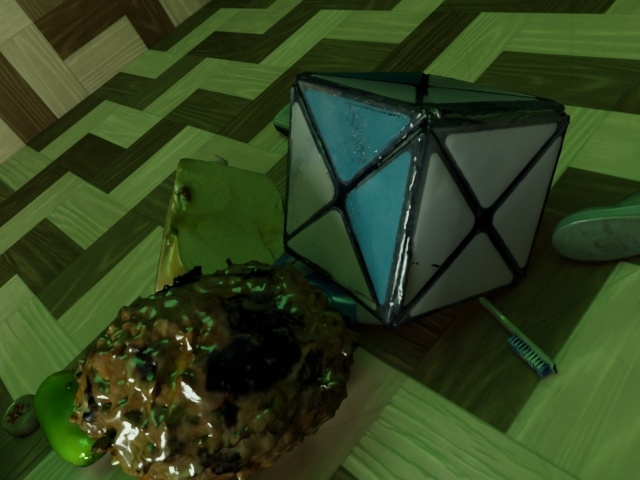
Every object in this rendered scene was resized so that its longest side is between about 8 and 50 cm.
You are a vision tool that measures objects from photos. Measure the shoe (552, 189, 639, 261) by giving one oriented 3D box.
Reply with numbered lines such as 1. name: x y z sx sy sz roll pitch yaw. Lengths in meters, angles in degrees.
1. shoe: 0.480 -0.036 0.822 0.251 0.103 0.100 -5 47 18

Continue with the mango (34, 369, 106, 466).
1. mango: -0.435 0.316 0.988 0.232 0.111 0.125 26 69 42

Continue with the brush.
1. brush: 0.281 0.137 0.814 0.030 0.033 0.178 -44 41 5

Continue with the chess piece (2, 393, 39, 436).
1. chess piece: -0.595 0.352 1.098 0.083 0.038 0.084 -17 43 17

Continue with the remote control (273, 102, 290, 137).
1. remote control: -0.005 -0.299 1.396 0.140 0.056 0.296 -41 41 -15

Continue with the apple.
1. apple: -0.224 0.007 1.075 0.314 0.252 0.309 -18 55 15

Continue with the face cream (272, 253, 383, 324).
1. face cream: 0.037 0.087 0.949 0.263 0.083 0.149 10 30 29

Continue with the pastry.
1. pastry: -0.151 0.187 0.761 0.405 0.337 0.292 -28 76 7

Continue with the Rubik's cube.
1. Rubik's cube: 0.138 -0.093 0.843 0.310 0.305 0.307 -14 33 -32
